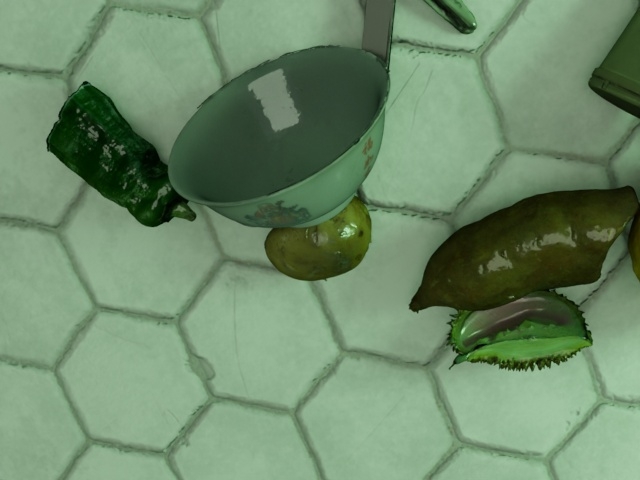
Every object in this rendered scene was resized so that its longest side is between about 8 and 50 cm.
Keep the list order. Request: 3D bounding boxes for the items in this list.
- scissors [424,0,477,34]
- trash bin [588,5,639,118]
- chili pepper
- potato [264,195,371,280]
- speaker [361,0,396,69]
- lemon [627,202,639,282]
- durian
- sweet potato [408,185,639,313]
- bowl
[{"bbox_3d":[0.127,-0.410,1.200,0.289,0.041,0.138,44,65,-14],"label":"scissors"},{"bbox_3d":[0.529,-0.266,1.113,0.243,0.121,0.247,43,108,41],"label":"trash bin"},{"bbox_3d":[-0.305,-0.116,1.308,0.270,0.099,0.136,39,96,2],"label":"chili pepper"},{"bbox_3d":[0.000,0.000,1.284,0.176,0.137,0.137,-40,95,17],"label":"potato"},{"bbox_3d":[0.085,-0.292,1.246,0.046,0.040,0.191,6,104,7],"label":"speaker"},{"bbox_3d":[0.555,0.012,1.154,0.233,0.234,0.288,-32,122,13],"label":"lemon"},{"bbox_3d":[0.304,0.147,1.295,0.220,0.137,0.096,-6,137,4],"label":"durian"},{"bbox_3d":[0.295,0.018,1.238,0.369,0.158,0.158,-16,101,16],"label":"sweet potato"},{"bbox_3d":[-0.037,-0.121,1.200,0.345,0.346,0.157,-20,129,11],"label":"bowl"}]
